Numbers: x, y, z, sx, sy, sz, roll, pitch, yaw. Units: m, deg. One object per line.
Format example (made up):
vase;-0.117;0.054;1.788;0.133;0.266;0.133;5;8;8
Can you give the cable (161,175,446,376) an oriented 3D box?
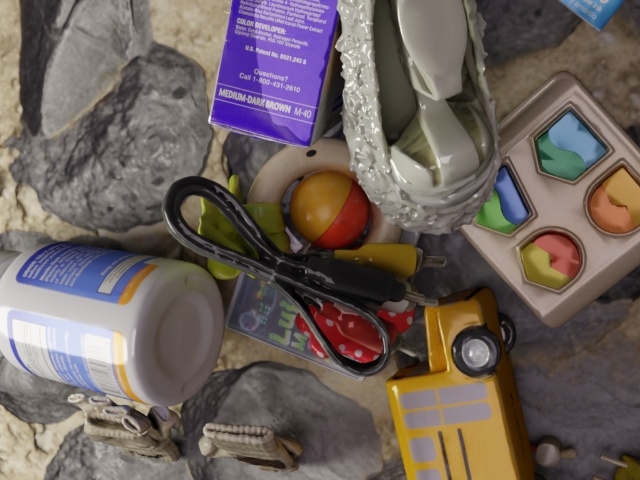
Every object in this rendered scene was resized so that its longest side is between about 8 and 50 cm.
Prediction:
cable;-0.023;0.038;0.980;0.287;0.072;0.139;18;82;-5

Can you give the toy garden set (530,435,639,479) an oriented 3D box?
toy garden set;0.268;0.307;1.130;0.244;0.049;0.203;18;101;14

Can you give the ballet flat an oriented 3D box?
ballet flat;0.086;-0.132;0.882;0.147;0.147;0.409;-6;132;14

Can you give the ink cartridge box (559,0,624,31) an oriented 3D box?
ink cartridge box;0.251;-0.331;0.889;0.168;0.171;0.232;37;110;1

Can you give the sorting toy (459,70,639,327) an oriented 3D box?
sorting toy;0.243;-0.036;1.045;0.193;0.038;0.208;-42;93;19

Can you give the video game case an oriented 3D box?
video game case;-0.001;0.042;1.129;0.173;0.022;0.190;21;109;6

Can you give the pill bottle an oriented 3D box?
pill bottle;-0.253;0.081;1.107;0.272;0.152;0.152;8;108;31

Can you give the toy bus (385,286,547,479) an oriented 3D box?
toy bus;0.159;0.224;1.073;0.130;0.108;0.332;-13;91;20

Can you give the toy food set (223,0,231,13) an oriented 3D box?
toy food set;-0.084;-0.300;1.055;0.078;0.019;0.122;37;117;1

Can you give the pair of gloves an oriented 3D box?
pair of gloves;-0.140;0.215;1.136;0.240;0.204;0.042;3;69;14

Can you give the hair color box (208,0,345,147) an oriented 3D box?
hair color box;-0.001;-0.272;0.955;0.110;0.185;0.338;14;108;8

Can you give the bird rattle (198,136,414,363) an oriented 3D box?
bird rattle;0.000;0.000;1.046;0.253;0.143;0.207;32;93;-1
